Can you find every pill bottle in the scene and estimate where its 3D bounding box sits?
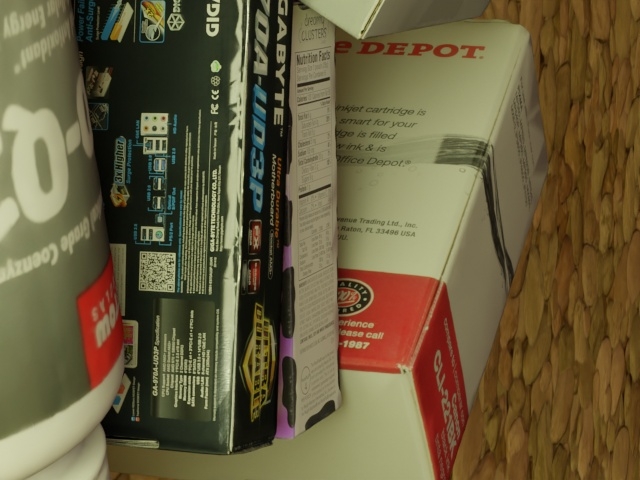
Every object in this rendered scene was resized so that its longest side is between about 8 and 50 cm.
[{"bbox_3d":[-0.157,-0.003,0.681,0.161,0.161,0.283,-50,137,-58],"label":"pill bottle"}]

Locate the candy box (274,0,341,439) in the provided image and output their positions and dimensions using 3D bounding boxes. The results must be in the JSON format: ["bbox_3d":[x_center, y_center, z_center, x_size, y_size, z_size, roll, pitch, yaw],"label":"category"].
[{"bbox_3d":[-0.079,-0.015,0.882,0.070,0.165,0.196,-26,116,-68],"label":"candy box"}]

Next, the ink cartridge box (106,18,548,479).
[{"bbox_3d":[0.000,0.000,1.048,0.114,0.197,0.273,75,27,-42],"label":"ink cartridge box"}]

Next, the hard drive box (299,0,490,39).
[{"bbox_3d":[-0.023,-0.195,0.900,0.089,0.232,0.181,-60,167,19],"label":"hard drive box"}]

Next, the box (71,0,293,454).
[{"bbox_3d":[-0.102,-0.025,0.804,0.051,0.175,0.220,-3,95,-68],"label":"box"}]
